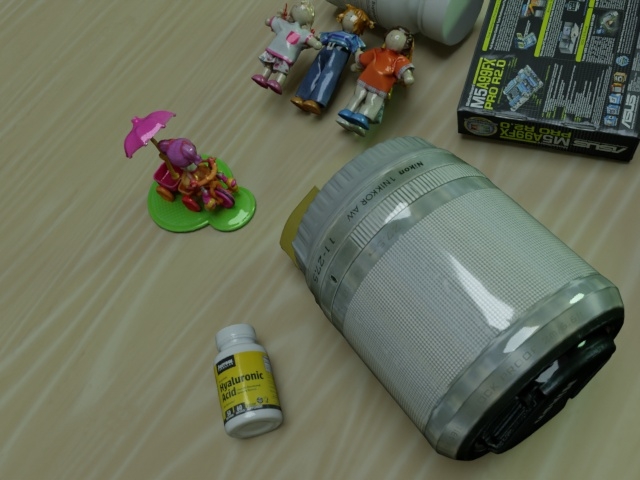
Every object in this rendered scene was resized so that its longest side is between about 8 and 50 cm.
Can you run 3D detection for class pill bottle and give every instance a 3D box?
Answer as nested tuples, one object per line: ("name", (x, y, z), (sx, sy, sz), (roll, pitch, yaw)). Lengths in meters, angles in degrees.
("pill bottle", (0.115, -0.374, 0.925), (0.229, 0.131, 0.131), (35, 75, 28))
("pill bottle", (-0.086, 0.156, 0.719), (0.065, 0.065, 0.116), (-20, 58, 3))

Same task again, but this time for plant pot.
("plant pot", (0.000, 0.000, 0.779), (0.083, 0.081, 0.081), (-42, 59, 4))

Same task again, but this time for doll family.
("doll family", (0.038, -0.248, 0.894), (0.263, 0.118, 0.163), (29, 90, 31))

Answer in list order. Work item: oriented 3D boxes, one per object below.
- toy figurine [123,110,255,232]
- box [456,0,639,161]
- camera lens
("toy figurine", (-0.183, -0.096, 0.830), (0.173, 0.159, 0.130), (23, 70, 24))
("box", (0.314, -0.248, 0.817), (0.216, 0.060, 0.270), (13, 72, 19))
("camera lens", (0.130, 0.055, 0.629), (0.219, 0.219, 0.274), (-37, 59, -7))
